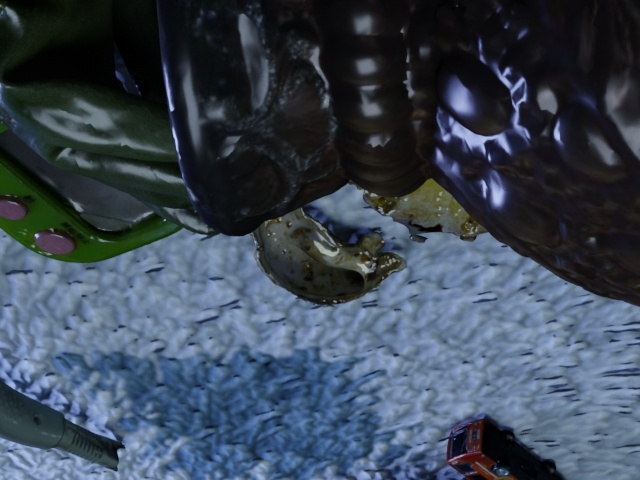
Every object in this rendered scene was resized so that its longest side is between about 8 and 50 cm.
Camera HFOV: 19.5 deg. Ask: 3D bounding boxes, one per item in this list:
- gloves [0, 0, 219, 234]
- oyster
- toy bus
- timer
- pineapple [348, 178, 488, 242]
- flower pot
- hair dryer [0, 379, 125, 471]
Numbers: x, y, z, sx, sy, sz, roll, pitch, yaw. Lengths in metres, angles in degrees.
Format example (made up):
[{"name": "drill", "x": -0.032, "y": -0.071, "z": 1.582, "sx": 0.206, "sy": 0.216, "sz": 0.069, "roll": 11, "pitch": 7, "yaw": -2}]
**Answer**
[{"name": "gloves", "x": -0.122, "y": -0.100, "z": 0.916, "sx": 0.107, "sy": 0.135, "sz": 0.268, "roll": -21, "pitch": 120, "yaw": 30}, {"name": "oyster", "x": 0.000, "y": 0.000, "z": 1.117, "sx": 0.081, "sy": 0.038, "sz": 0.083, "roll": -27, "pitch": 107, "yaw": 1}, {"name": "toy bus", "x": 0.130, "y": 0.162, "z": 1.294, "sx": 0.043, "sy": 0.031, "sz": 0.110, "roll": -18, "pitch": 137, "yaw": 37}, {"name": "timer", "x": -0.142, "y": -0.044, "z": 1.052, "sx": 0.128, "sy": 0.047, "sz": 0.140, "roll": -20, "pitch": 136, "yaw": 31}, {"name": "pineapple", "x": 0.087, "y": -0.080, "z": 0.986, "sx": 0.221, "sy": 0.047, "sz": 0.221, "roll": 0, "pitch": 141, "yaw": 0}, {"name": "flower pot", "x": 0.081, "y": -0.101, "z": 0.779, "sx": 0.267, "sy": 0.266, "sz": 0.266, "roll": 0, "pitch": 142, "yaw": 9}, {"name": "hair dryer", "x": -0.288, "y": 0.106, "z": 1.250, "sx": 0.229, "sy": 0.092, "sz": 0.267, "roll": -3, "pitch": 152, "yaw": 22}]
